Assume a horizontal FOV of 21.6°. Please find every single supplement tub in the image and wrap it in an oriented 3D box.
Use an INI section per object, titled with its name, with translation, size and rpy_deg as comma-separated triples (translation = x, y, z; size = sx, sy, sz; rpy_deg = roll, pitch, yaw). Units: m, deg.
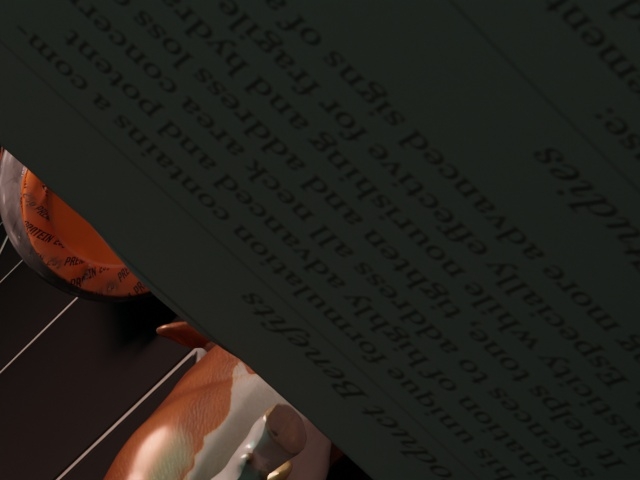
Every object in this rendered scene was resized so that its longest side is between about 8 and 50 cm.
[supplement tub]
translation = -0.184, -0.056, 1.463
size = 0.193, 0.193, 0.316
rpy_deg = -46, 15, 1

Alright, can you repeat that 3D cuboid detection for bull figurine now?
[bull figurine]
translation = -0.031, 0.097, 0.792
size = 0.188, 0.101, 0.310
rpy_deg = -32, 20, 40

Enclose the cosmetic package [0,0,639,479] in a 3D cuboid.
[cosmetic package]
translation = 0.117, -0.144, 0.564
size = 0.394, 0.329, 0.327
rpy_deg = -27, 24, 50
